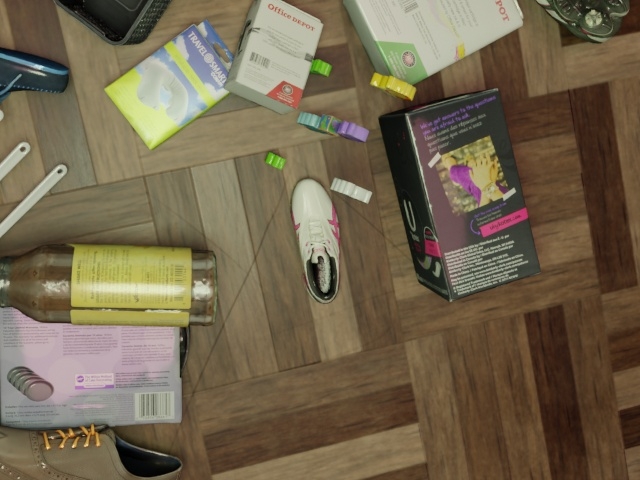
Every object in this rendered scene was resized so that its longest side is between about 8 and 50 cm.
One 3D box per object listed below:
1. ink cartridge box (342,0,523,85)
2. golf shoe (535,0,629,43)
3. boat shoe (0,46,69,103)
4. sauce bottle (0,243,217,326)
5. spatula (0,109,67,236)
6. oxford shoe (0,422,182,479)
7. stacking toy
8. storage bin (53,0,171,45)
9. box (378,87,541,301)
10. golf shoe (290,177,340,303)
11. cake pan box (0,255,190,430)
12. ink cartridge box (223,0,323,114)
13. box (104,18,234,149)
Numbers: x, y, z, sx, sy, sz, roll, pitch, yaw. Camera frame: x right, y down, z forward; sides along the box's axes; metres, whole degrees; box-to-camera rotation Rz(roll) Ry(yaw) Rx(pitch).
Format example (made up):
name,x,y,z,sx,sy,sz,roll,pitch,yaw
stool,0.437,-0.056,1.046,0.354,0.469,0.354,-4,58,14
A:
name,x,y,z,sx,sy,sz,roll,pitch,yaw
ink cartridge box,0.163,-0.331,1.261,0.212,0.093,0.154,-29,101,-4
golf shoe,0.331,-0.391,1.285,0.105,0.120,0.273,-40,78,3
boat shoe,-0.467,-0.221,1.174,0.258,0.109,0.089,11,102,6
sauce bottle,-0.310,0.057,1.147,0.345,0.111,0.111,4,96,-11
spatula,-0.472,-0.052,1.178,0.242,0.019,0.168,-46,131,-2
oxford shoe,-0.355,0.291,1.183,0.364,0.130,0.132,30,102,-37
stacking toy,0.019,-0.158,1.210,0.052,0.221,0.167,21,93,-43
storage bin,-0.257,-0.362,1.161,0.122,0.084,0.180,37,107,-3
box,0.196,-0.069,1.257,0.143,0.165,0.270,-16,98,-8
golf shoe,0.000,0.000,1.273,0.068,0.086,0.186,-11,97,-7
cake pan box,-0.321,0.141,1.243,0.267,0.070,0.245,-2,98,-9
ink cartridge box,-0.066,-0.261,1.225,0.099,0.056,0.135,22,78,-24
box,-0.202,-0.223,1.236,0.178,0.042,0.109,-37,101,-3
